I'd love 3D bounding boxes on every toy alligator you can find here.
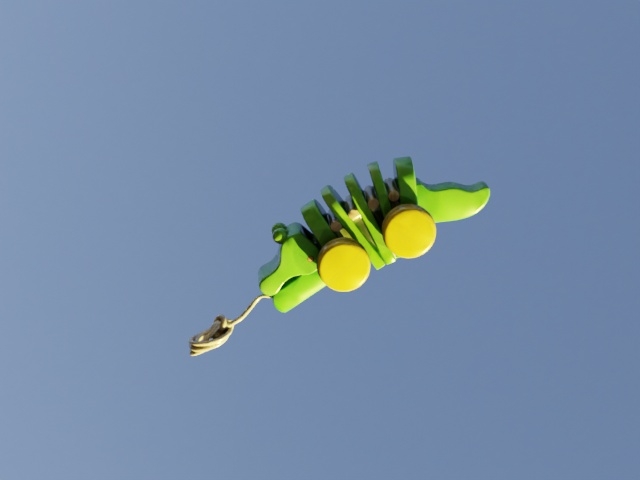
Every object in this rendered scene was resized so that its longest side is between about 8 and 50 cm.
[{"bbox_3d":[0.000,0.000,0.834,0.190,0.056,0.051,-27,-74,5],"label":"toy alligator"}]
